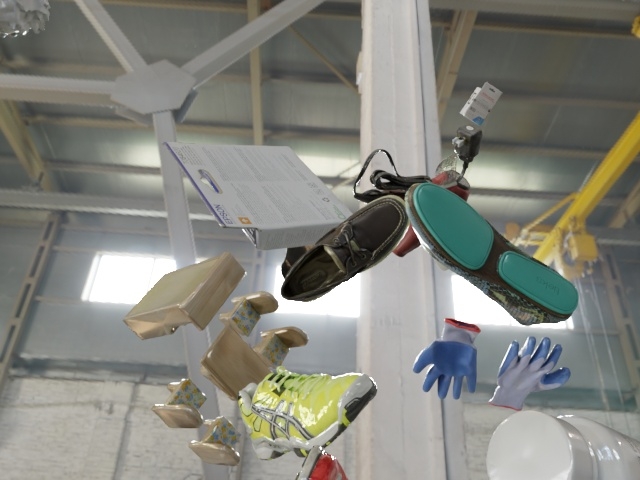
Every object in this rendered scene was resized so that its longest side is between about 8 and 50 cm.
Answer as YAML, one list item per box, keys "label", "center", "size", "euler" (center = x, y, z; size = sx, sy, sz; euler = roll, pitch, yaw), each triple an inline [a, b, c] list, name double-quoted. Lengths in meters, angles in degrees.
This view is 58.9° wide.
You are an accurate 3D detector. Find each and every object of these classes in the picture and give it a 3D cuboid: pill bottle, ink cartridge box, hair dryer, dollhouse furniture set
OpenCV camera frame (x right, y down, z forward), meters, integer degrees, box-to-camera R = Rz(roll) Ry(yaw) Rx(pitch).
- label: "pill bottle"
  center: [0.296, 0.268, 0.625]
  size: [0.229, 0.131, 0.131]
  euler: [28, -40, -29]
- label: "ink cartridge box"
  center: [-0.092, -0.070, 0.825]
  size: [0.224, 0.223, 0.045]
  euler: [-3, -51, -37]
- label: "hair dryer"
  center: [0.156, -0.076, 0.986]
  size: [0.224, 0.080, 0.293]
  euler: [-17, -39, -7]
- label: "dollhouse furniture set"
  center: [-0.208, 0.245, 1.295]
  size: [0.257, 0.362, 0.394]
  euler: [-17, -61, 42]
- label: "ink cartridge box"
  center: [0.353, -0.302, 1.246]
  size: [0.048, 0.028, 0.083]
  euler: [29, -73, -15]

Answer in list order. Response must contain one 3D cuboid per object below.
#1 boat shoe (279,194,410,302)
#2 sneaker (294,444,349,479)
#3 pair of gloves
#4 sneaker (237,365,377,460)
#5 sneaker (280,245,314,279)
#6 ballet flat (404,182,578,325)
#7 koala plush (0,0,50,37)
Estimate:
- label: "boat shoe"
  center: [0.023, 0.015, 0.548]
  size: [0.152, 0.049, 0.056]
  euler: [-43, -95, 19]
- label: "sneaker"
  center: [0.041, 0.341, 0.685]
  size: [0.118, 0.107, 0.279]
  euler: [7, -40, 28]
- label: "pair of gloves"
  center: [0.233, 0.178, 0.780]
  size: [0.198, 0.023, 0.159]
  euler: [13, -49, 6]
- label: "sneaker"
  center: [-0.050, 0.314, 1.073]
  size: [0.385, 0.145, 0.147]
  euler: [-36, -93, 44]
- label: "sneaker"
  center: [-0.001, -0.001, 1.277]
  size: [0.090, 0.145, 0.270]
  euler: [44, -32, 10]
- label: "ballet flat"
  center: [0.144, 0.020, 0.522]
  size: [0.188, 0.070, 0.070]
  euler: [38, -40, -3]
- label: "koala plush"
  center: [-0.299, -0.213, 0.365]
  size: [0.196, 0.203, 0.221]
  euler: [-21, -59, 15]
